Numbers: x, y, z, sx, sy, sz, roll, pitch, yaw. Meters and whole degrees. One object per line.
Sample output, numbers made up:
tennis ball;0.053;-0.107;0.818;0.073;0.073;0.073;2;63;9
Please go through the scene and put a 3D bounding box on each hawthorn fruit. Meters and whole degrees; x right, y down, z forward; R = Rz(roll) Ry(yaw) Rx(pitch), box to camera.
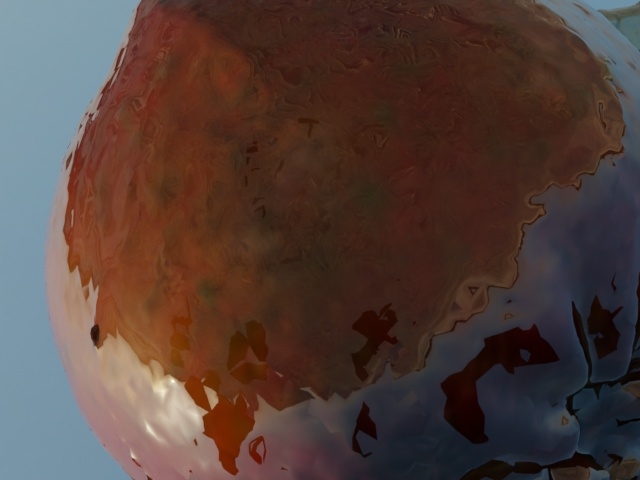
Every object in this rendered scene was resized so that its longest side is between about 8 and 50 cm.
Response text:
hawthorn fruit;0.000;0.000;0.726;0.254;0.254;0.300;-35;-137;-26

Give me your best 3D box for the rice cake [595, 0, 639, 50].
rice cake;0.180;-0.039;1.146;0.189;0.198;0.037;-17;-165;-26
